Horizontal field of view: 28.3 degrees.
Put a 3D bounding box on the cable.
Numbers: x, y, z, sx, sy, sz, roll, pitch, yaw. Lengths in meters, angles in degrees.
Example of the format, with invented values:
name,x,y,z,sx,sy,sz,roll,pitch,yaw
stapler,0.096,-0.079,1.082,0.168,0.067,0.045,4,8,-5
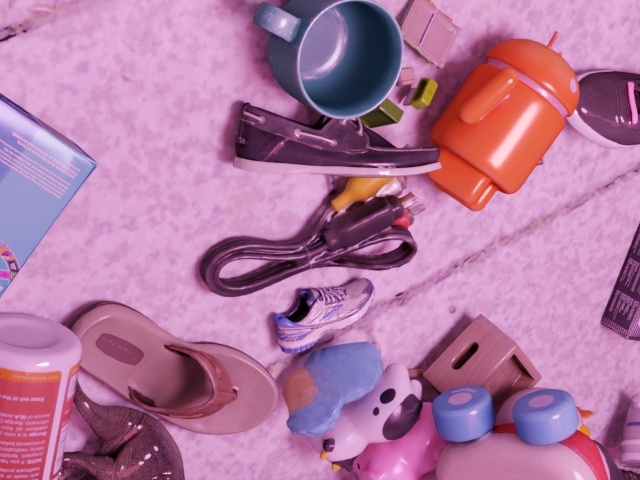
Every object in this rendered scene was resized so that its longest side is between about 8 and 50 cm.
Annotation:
name,x,y,z,sx,sy,sz,roll,pitch,yaw
cable,0.000,0.000,1.471,0.287,0.072,0.139,-24,130,-6

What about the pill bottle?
name,x,y,z,sx,sy,sz,roll,pitch,yaw
pill bottle,-0.322,0.194,1.306,0.121,0.121,0.216,4,109,-32

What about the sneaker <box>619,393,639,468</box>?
name,x,y,z,sx,sy,sz,roll,pitch,yaw
sneaker,0.545,0.286,1.881,0.281,0.105,0.115,15,74,-48

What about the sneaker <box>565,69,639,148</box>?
name,x,y,z,sx,sy,sz,roll,pitch,yaw
sneaker,0.445,-0.173,1.568,0.295,0.147,0.105,6,76,-29

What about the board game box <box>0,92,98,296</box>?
name,x,y,z,sx,sy,sz,roll,pitch,yaw
board game box,-0.413,-0.011,1.187,0.253,0.079,0.336,36,91,-37

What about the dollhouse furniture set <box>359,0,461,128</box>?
name,x,y,z,sx,sy,sz,roll,pitch,yaw
dollhouse furniture set,0.094,-0.200,1.443,0.076,0.058,0.152,34,72,-30

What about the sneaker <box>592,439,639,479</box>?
name,x,y,z,sx,sy,sz,roll,pitch,yaw
sneaker,0.434,0.354,1.875,0.118,0.083,0.222,-43,121,-31

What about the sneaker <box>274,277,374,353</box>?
name,x,y,z,sx,sy,sz,roll,pitch,yaw
sneaker,0.004,0.078,1.497,0.135,0.052,0.058,-33,120,-15

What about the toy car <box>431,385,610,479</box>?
name,x,y,z,sx,sy,sz,roll,pitch,yaw
toy car,0.278,0.251,1.557,0.238,0.210,0.219,-37,117,-49

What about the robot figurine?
name,x,y,z,sx,sy,sz,roll,pitch,yaw
robot figurine,0.215,-0.142,1.475,0.158,0.128,0.219,35,90,-30

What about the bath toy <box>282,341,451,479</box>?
name,x,y,z,sx,sy,sz,roll,pitch,yaw
bath toy,0.091,0.266,1.583,0.348,0.151,0.129,45,42,-39

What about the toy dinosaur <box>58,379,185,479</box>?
name,x,y,z,sx,sy,sz,roll,pitch,yaw
toy dinosaur,-0.211,0.276,1.430,0.160,0.121,0.314,-25,95,-28

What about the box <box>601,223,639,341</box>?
name,x,y,z,sx,sy,sz,roll,pitch,yaw
box,0.533,0.018,1.782,0.216,0.060,0.270,10,105,-34

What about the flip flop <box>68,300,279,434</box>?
name,x,y,z,sx,sy,sz,roll,pitch,yaw
flip flop,-0.158,0.153,1.412,0.277,0.080,0.112,33,92,-37

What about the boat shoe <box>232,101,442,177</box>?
name,x,y,z,sx,sy,sz,roll,pitch,yaw
boat shoe,0.023,-0.106,1.382,0.233,0.084,0.079,4,93,-11

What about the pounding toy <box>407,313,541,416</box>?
name,x,y,z,sx,sy,sz,roll,pitch,yaw
pounding toy,0.186,0.174,1.633,0.141,0.100,0.130,-45,141,-3

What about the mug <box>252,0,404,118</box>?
name,x,y,z,sx,sy,sz,roll,pitch,yaw
mug,0.004,-0.213,1.336,0.129,0.097,0.158,-36,124,-12
